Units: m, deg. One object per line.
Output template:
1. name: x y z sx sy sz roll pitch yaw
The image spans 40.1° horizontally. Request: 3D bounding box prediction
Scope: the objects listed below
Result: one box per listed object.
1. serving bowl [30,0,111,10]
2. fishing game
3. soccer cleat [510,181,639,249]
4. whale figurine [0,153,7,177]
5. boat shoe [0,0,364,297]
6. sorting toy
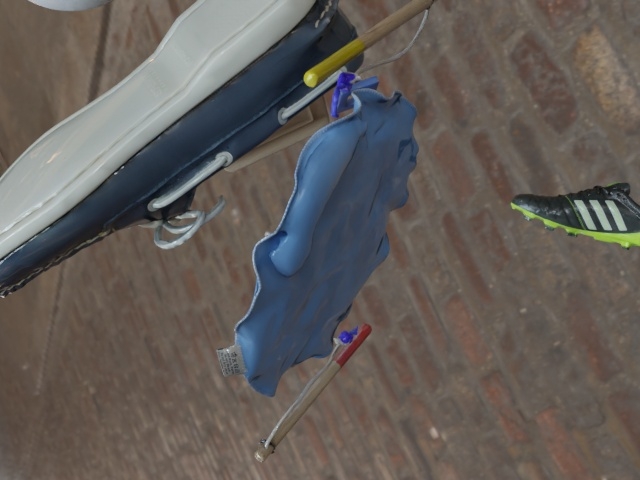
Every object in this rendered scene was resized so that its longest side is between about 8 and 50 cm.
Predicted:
1. serving bowl: -0.141 -0.171 0.489 0.083 0.083 0.027 63 161 13
2. fishing game: 0.000 0.000 0.488 0.041 0.189 0.264 25 134 19
3. soccer cleat: 0.306 -0.035 0.986 0.060 0.178 0.072 -9 -66 -80
4. whale figurine: -0.384 -0.072 0.831 0.216 0.141 0.272 35 160 36
5. boat shoe: -0.089 -0.048 0.472 0.079 0.254 0.095 48 -179 -38
6. sorting toy: -0.083 -0.177 1.252 0.196 0.347 0.047 63 -178 -76
